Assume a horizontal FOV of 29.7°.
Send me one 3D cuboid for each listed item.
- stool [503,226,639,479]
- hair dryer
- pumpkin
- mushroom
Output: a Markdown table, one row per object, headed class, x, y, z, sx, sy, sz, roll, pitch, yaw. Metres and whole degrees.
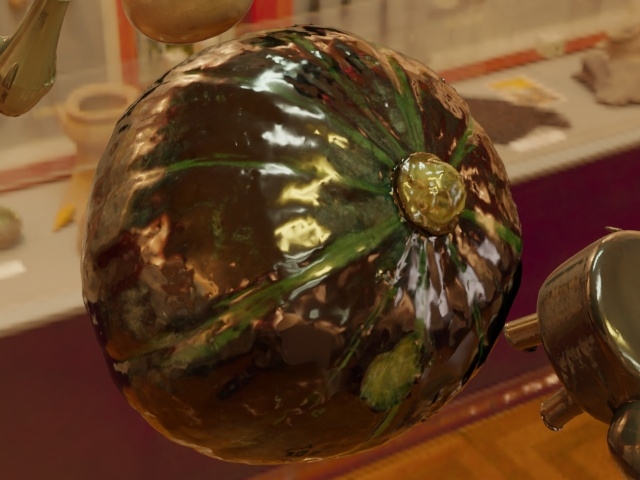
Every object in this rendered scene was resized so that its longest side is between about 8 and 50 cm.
| class | x | y | z | sx | sy | sz | roll | pitch | yaw |
| --- | --- | --- | --- | --- | --- | --- | --- | --- | --- |
| stool | 0.244 | 0.100 | 1.015 | 0.153 | 0.139 | 0.228 | 34 | 48 | -14 |
| hair dryer | -0.418 | -0.294 | 1.600 | 0.219 | 0.225 | 0.088 | -28 | 18 | 35 |
| pumpkin | 0.000 | 0.000 | 0.811 | 0.315 | 0.315 | 0.238 | -27 | 1 | -37 |
| mushroom | -0.214 | -0.416 | 1.961 | 0.226 | 0.178 | 0.226 | -11 | -7 | -1 |
